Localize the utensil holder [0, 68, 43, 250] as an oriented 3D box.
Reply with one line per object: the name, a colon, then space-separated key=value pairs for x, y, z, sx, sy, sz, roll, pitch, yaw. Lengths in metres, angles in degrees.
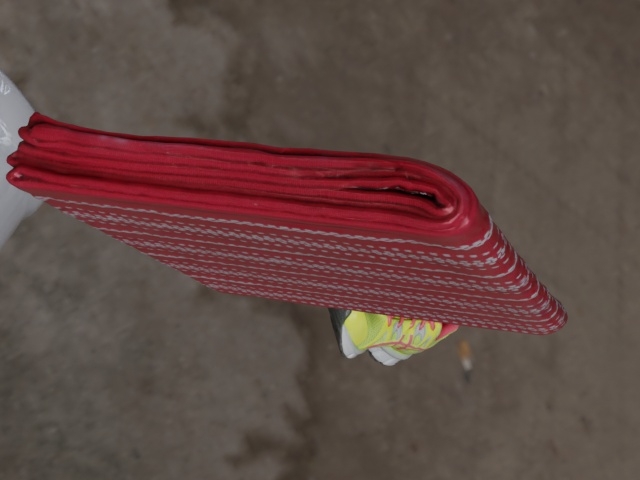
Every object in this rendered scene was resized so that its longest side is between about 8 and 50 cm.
utensil holder: x=-0.427 y=0.016 z=1.247 sx=0.327 sy=0.327 sz=0.385 roll=42 pitch=67 yaw=-25

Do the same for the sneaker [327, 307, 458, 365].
sneaker: x=0.067 y=0.061 z=1.587 sx=0.208 sy=0.094 sz=0.081 roll=19 pitch=56 yaw=-68

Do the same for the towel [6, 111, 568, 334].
towel: x=0.000 y=0.000 z=0.791 sx=0.275 sy=0.198 sz=0.031 roll=37 pitch=62 yaw=-70
